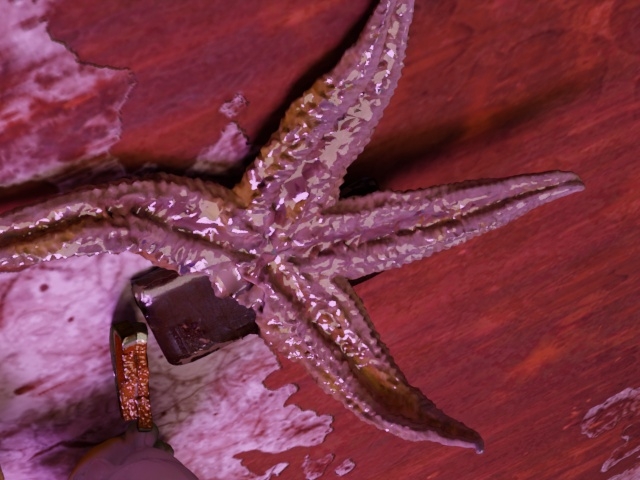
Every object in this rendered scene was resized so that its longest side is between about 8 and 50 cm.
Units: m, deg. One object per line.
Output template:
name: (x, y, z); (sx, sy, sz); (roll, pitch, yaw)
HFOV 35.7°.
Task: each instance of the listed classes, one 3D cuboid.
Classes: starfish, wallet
starfish: (-0.001, -0.002, 0.769); (0.384, 0.132, 0.398); (-42, 109, 7)
wallet: (-0.042, 0.031, 0.874); (0.232, 0.031, 0.122); (-25, 138, -7)

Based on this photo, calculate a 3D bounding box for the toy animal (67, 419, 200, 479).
toy animal: (-0.177, 0.305, 0.901); (0.182, 0.247, 0.310); (-4, 142, -38)

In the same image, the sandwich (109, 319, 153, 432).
sandwich: (-0.161, 0.109, 0.854); (0.029, 0.067, 0.135); (-9, 142, -18)

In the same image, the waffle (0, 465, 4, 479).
waffle: (-0.344, 0.247, 0.818); (0.243, 0.059, 0.238); (8, 111, 4)
